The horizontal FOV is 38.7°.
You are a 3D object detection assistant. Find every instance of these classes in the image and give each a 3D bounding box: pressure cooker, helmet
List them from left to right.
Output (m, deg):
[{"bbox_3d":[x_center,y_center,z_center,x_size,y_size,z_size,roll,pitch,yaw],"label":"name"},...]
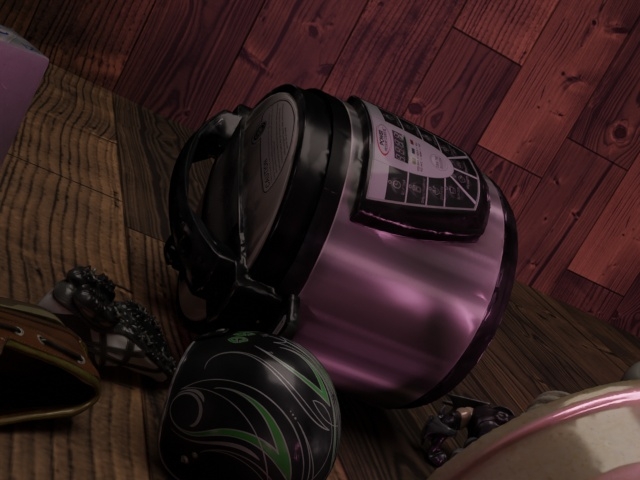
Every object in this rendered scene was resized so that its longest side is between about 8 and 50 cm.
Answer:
[{"bbox_3d":[-0.059,0.175,0.886,0.161,0.169,0.169,14,10,11],"label":"helmet"},{"bbox_3d":[-0.003,0.005,1.197,0.420,0.375,0.370,23,-6,-22],"label":"pressure cooker"}]

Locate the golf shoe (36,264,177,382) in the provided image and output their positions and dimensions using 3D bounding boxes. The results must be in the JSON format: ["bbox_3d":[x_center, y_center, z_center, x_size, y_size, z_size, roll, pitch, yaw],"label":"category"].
[{"bbox_3d":[-0.229,0.104,0.968,0.198,0.094,0.077,52,7,-44],"label":"golf shoe"}]

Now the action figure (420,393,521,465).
[{"bbox_3d":[0.214,0.271,1.156,0.185,0.099,0.285,7,6,15],"label":"action figure"}]

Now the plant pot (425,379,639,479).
[{"bbox_3d":[0.239,0.324,0.645,0.334,0.334,0.305,19,27,-36],"label":"plant pot"}]

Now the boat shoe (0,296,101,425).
[{"bbox_3d":[-0.303,0.096,0.741,0.104,0.110,0.307,35,14,30],"label":"boat shoe"}]

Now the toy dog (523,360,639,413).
[{"bbox_3d":[0.327,0.302,0.905,0.161,0.220,0.333,-33,96,-54],"label":"toy dog"}]

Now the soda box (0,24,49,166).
[{"bbox_3d":[-0.371,-0.075,0.865,0.098,0.286,0.091,15,17,-48],"label":"soda box"}]
